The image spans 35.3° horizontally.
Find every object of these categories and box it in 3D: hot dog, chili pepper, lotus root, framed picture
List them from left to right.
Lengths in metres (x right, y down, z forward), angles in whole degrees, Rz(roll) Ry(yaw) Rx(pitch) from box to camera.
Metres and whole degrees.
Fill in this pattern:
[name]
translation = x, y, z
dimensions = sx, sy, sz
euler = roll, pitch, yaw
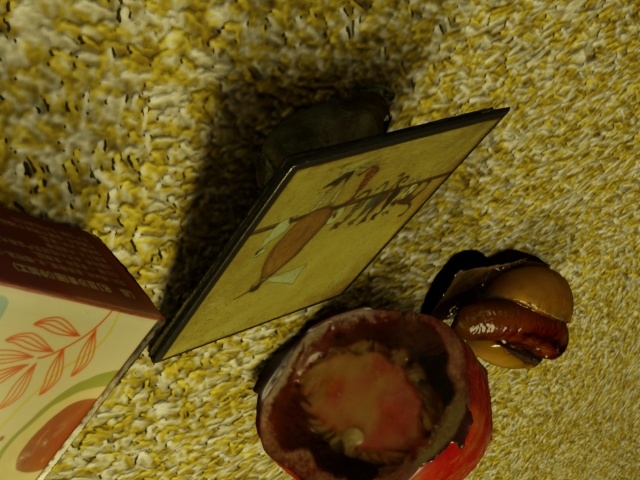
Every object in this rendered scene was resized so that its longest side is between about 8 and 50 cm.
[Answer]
[framed picture]
translation = 0.000, 0.000, 0.936
dimensions = 0.255, 0.014, 0.339
euler = -17, 158, -38
[lotus root]
translation = 0.009, -0.082, 0.901
dimensions = 0.165, 0.088, 0.088
euler = -36, 148, -31
[chili pepper]
translation = 0.086, 0.206, 1.220
dimensions = 0.251, 0.229, 0.305
euler = -50, 158, 2
[hot dog]
translation = 0.263, 0.117, 1.389
dimensions = 0.326, 0.107, 0.194
euler = -2, 129, -47

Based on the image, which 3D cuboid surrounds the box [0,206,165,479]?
[box]
translation = -0.351, 0.118, 0.669
dimensions = 0.344, 0.122, 0.385
euler = -52, 148, 11
